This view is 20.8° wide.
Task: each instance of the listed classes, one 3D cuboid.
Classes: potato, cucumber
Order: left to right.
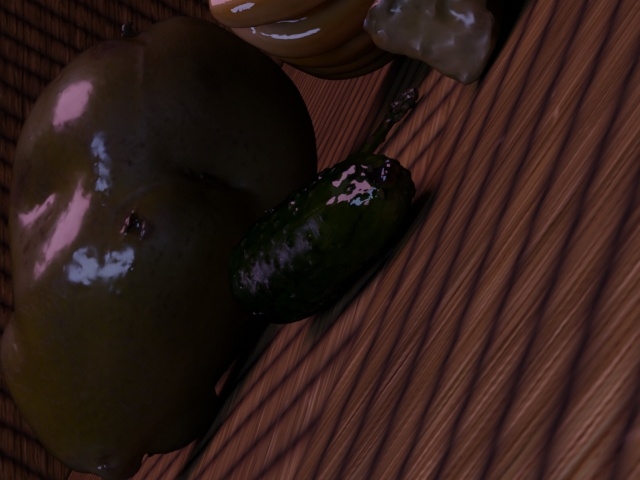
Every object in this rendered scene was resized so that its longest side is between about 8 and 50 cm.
[{"bbox_3d":[-0.128,0.005,1.297,0.202,0.218,0.351,3,82,44],"label":"potato"},{"bbox_3d":[0.000,0.000,0.965,0.069,0.069,0.227,-64,11,-24],"label":"cucumber"}]

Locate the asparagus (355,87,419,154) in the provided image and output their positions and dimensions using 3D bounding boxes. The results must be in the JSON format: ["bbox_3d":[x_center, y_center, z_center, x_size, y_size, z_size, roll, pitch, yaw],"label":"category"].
[{"bbox_3d":[0.033,-0.062,1.194,0.013,0.016,0.166,-25,-16,-31],"label":"asparagus"}]

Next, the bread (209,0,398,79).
[{"bbox_3d":[0.022,-0.200,1.285,0.173,0.121,0.311,-56,-8,6],"label":"bread"}]

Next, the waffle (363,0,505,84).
[{"bbox_3d":[0.147,-0.284,0.984,0.348,0.077,0.304,-58,5,29],"label":"waffle"}]
